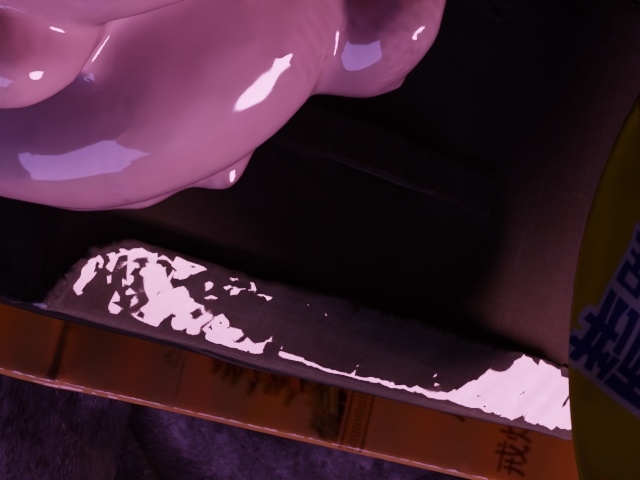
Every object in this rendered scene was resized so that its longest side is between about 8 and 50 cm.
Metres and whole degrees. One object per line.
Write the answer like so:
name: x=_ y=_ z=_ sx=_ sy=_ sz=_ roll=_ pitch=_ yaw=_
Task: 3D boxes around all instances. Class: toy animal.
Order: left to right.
toy animal: x=-0.040 y=-0.092 z=0.327 sx=0.124 sy=0.124 sz=0.212 roll=13 pitch=155 yaw=5

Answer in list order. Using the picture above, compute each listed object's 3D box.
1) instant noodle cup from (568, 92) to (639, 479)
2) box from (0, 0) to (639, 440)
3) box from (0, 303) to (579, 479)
instant noodle cup: x=0.200 y=0.031 z=0.549 sx=0.174 sy=0.213 sz=0.213 roll=6 pitch=180 yaw=-28
box: x=-0.023 y=-0.036 z=0.608 sx=0.231 sy=0.149 sz=0.155 roll=17 pitch=174 yaw=-43
box: x=0.000 y=0.000 z=0.832 sx=0.274 sy=0.174 sz=0.076 roll=13 pitch=175 yaw=-3
